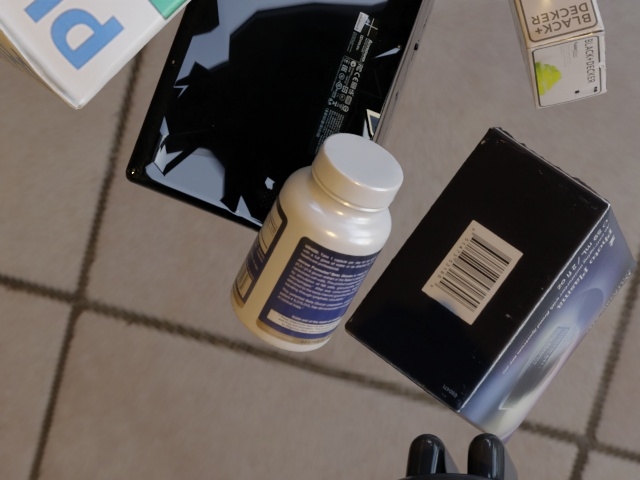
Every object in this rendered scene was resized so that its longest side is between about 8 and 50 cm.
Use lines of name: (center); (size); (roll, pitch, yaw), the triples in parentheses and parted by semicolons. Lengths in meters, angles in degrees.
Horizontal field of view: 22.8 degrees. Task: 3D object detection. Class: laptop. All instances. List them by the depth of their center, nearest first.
laptop: (-0.025, -0.186, 1.829); (0.408, 0.236, 0.382); (22, 85, -29)

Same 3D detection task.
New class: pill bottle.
pill bottle: (0.000, 0.000, 1.270); (0.094, 0.094, 0.169); (28, 124, -1)

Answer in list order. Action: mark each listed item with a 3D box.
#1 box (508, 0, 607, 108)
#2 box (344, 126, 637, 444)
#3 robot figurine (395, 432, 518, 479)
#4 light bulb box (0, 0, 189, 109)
box: (0.253, -0.318, 1.821); (0.087, 0.169, 0.290); (-14, 70, 6)
box: (0.217, 0.065, 1.906); (0.182, 0.294, 0.296); (36, 89, 22)
robot figurine: (0.121, 0.316, 1.434); (0.173, 0.209, 0.278); (24, 58, -26)
light bulb box: (-0.110, -0.292, 0.803); (0.361, 0.358, 0.225); (-45, 117, -7)
